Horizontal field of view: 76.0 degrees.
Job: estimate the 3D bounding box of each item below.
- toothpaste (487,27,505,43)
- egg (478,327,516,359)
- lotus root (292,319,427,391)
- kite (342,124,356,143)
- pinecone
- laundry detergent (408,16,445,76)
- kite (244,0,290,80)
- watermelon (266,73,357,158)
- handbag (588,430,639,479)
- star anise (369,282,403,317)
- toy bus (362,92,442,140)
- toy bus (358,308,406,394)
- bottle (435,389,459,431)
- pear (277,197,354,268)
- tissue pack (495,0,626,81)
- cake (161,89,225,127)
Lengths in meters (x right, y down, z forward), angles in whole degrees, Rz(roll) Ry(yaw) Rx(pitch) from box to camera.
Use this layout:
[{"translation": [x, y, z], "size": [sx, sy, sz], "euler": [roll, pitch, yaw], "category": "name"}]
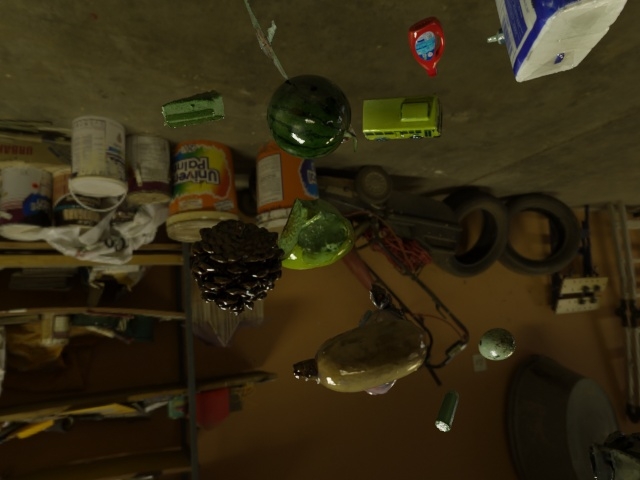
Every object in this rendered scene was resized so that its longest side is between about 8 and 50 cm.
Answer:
[{"translation": [0.485, -0.488, 0.937], "size": [0.197, 0.035, 0.057], "euler": [-2, -165, 36], "category": "toothpaste"}, {"translation": [0.492, 0.291, 1.148], "size": [0.085, 0.085, 0.110], "euler": [0, 148, -24], "category": "egg"}, {"translation": [0.102, 0.291, 1.010], "size": [0.342, 0.152, 0.169], "euler": [-15, 170, -14], "category": "lotus root"}, {"translation": [0.009, -0.361, 1.248], "size": [0.244, 0.198, 0.006], "euler": [28, -137, 26], "category": "kite"}, {"translation": [-0.227, 0.067, 1.069], "size": [0.243, 0.257, 0.243], "euler": [30, -169, -6], "category": "pinecone"}, {"translation": [0.316, -0.554, 1.191], "size": [0.097, 0.049, 0.165], "euler": [-18, 139, 18], "category": "laundry detergent"}, {"translation": [-0.115, -0.450, 0.925], "size": [0.012, 0.229, 0.250], "euler": [-33, -160, -2], "category": "kite"}, {"translation": [-0.015, -0.274, 0.931], "size": [0.214, 0.188, 0.188], "euler": [27, 176, 13], "category": "watermelon"}, {"translation": [0.426, 0.400, 0.384], "size": [0.162, 0.328, 0.325], "euler": [-12, 173, 4], "category": "handbag"}, {"translation": [0.269, 0.264, 1.672], "size": [0.073, 0.212, 0.197], "euler": [-37, -172, 6], "category": "star anise"}, {"translation": [0.280, -0.418, 1.400], "size": [0.261, 0.128, 0.150], "euler": [2, 180, 17], "category": "toy bus"}, {"translation": [0.197, 0.383, 1.383], "size": [0.197, 0.294, 0.232], "euler": [34, 178, -2], "category": "toy bus"}, {"translation": [0.259, 0.343, 0.831], "size": [0.030, 0.030, 0.083], "euler": [-14, -157, 40], "category": "bottle"}, {"translation": [0.000, 0.000, 1.550], "size": [0.281, 0.287, 0.176], "euler": [19, -171, -31], "category": "pear"}, {"translation": [0.373, -0.437, 0.665], "size": [0.137, 0.270, 0.209], "euler": [-10, 169, 8], "category": "tissue pack"}, {"translation": [-0.482, -0.499, 1.575], "size": [0.235, 0.100, 0.099], "euler": [-30, -137, -33], "category": "cake"}]
